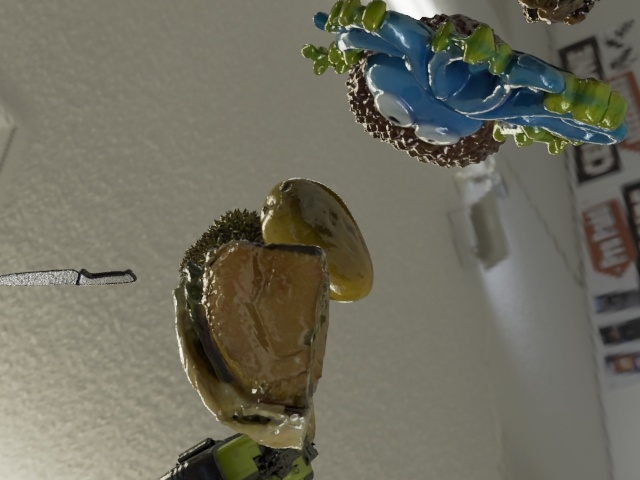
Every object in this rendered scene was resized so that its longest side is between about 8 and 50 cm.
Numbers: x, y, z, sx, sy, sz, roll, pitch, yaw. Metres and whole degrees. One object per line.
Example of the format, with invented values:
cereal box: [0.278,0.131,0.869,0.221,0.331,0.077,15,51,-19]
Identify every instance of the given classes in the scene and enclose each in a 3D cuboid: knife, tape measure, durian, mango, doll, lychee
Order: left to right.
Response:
knife: [-0.298,0.044,1.305,0.010,0.170,0.023,-121,33,-60]
tape measure: [-0.114,0.294,1.389,0.112,0.199,0.186,58,-166,9]
durian: [-0.104,0.020,1.644,0.146,0.208,0.102,47,175,6]
mango: [0.000,0.000,1.525,0.195,0.098,0.137,45,-136,8]
lychee: [0.173,-0.236,1.780,0.271,0.271,0.271,47,-148,-42]
doll: [0.153,-0.153,1.190,0.346,0.341,0.098,22,-92,-18]

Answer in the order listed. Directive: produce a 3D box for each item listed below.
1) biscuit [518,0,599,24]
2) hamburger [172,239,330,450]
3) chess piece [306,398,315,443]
biscuit: [0.346,-0.362,1.286,0.081,0.289,0.334,49,173,14]
hamburger: [-0.065,0.114,1.074,0.135,0.155,0.207,94,175,-50]
chess piece: [-0.054,0.267,1.739,0.137,0.137,0.300,52,-141,-37]
